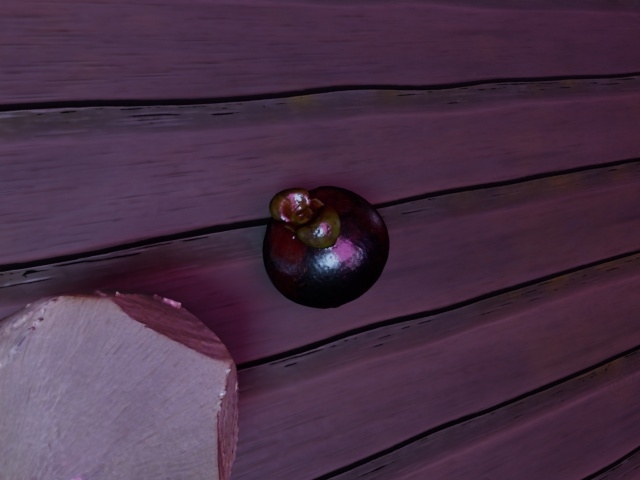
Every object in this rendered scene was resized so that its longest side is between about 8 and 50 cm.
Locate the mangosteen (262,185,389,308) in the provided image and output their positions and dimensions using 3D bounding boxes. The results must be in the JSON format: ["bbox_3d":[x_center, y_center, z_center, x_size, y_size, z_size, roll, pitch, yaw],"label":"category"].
[{"bbox_3d":[0.000,0.000,0.495,0.152,0.152,0.153,2,84,-21],"label":"mangosteen"}]

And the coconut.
[{"bbox_3d":[-0.185,0.155,0.359,0.245,0.247,0.245,2,83,-20],"label":"coconut"}]
